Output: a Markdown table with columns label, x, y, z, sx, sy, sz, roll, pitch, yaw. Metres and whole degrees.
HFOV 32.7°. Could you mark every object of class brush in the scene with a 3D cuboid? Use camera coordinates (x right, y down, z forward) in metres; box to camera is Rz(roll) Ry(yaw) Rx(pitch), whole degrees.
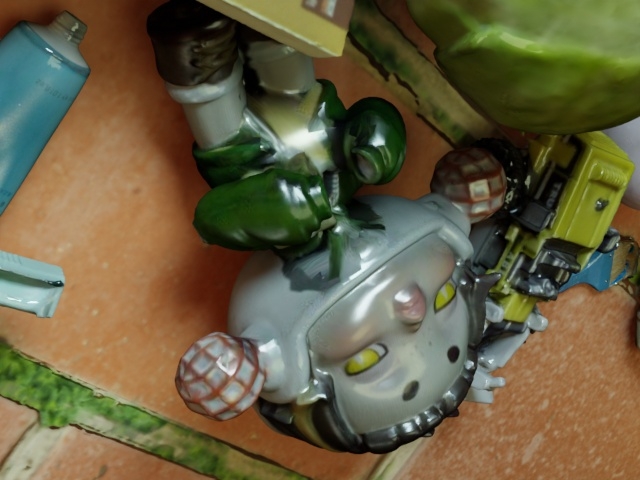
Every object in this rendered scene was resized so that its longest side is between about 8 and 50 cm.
| label | x | y | z | sx | sy | sz | roll | pitch | yaw |
| --- | --- | --- | --- | --- | --- | --- | --- | --- | --- |
| brush | 0.230 | 0.037 | 1.004 | 0.164 | 0.014 | 0.051 | -19 | 124 | -24 |

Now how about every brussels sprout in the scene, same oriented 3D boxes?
| label | x | y | z | sx | sy | sz | roll | pitch | yaw |
| --- | --- | --- | --- | --- | --- | --- | --- | --- | --- |
| brussels sprout | 0.159 | -0.219 | 0.634 | 0.247 | 0.328 | 0.328 | 8 | 112 | -13 |

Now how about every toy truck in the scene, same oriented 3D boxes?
| label | x | y | z | sx | sy | sz | roll | pitch | yaw |
| --- | --- | --- | --- | --- | --- | --- | --- | --- | --- |
| toy truck | 0.144 | 0.033 | 0.877 | 0.136 | 0.111 | 0.285 | 14 | 110 | -41 |

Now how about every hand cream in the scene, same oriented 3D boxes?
| label | x | y | z | sx | sy | sz | roll | pitch | yaw |
| --- | --- | --- | --- | --- | --- | --- | --- | --- | --- |
| hand cream | -0.211 | -0.042 | 0.637 | 0.083 | 0.048 | 0.224 | 32 | 100 | -40 |

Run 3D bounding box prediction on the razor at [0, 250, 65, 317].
| label | x | y | z | sx | sy | sz | roll | pitch | yaw |
| --- | --- | --- | --- | --- | --- | --- | --- | --- | --- |
| razor | -0.275 | -0.004 | 0.589 | 0.278 | 0.056 | 0.111 | 16 | 102 | -32 |

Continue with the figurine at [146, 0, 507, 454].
| label | x | y | z | sx | sy | sz | roll | pitch | yaw |
| --- | --- | --- | --- | --- | --- | --- | --- | --- | --- |
| figurine | 0.000 | 0.000 | 0.730 | 0.281 | 0.167 | 0.370 | -37 | 123 | -23 |

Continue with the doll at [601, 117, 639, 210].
| label | x | y | z | sx | sy | sz | roll | pitch | yaw |
| --- | --- | --- | --- | --- | --- | --- | --- | --- | --- |
| doll | 0.301 | -0.129 | 0.834 | 0.094 | 0.160 | 0.365 | -43 | 148 | -34 |

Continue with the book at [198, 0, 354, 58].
| label | x | y | z | sx | sy | sz | roll | pitch | yaw |
| --- | --- | --- | --- | --- | --- | --- | --- | --- | --- |
| book | -0.106 | -0.277 | 0.517 | 0.389 | 0.032 | 0.268 | 18 | 81 | -40 |

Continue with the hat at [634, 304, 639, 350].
| label | x | y | z | sx | sy | sz | roll | pitch | yaw |
| --- | --- | --- | --- | --- | --- | --- | --- | --- | --- |
| hat | 0.400 | 0.067 | 1.053 | 0.085 | 0.175 | 0.147 | -44 | 138 | -55 |
